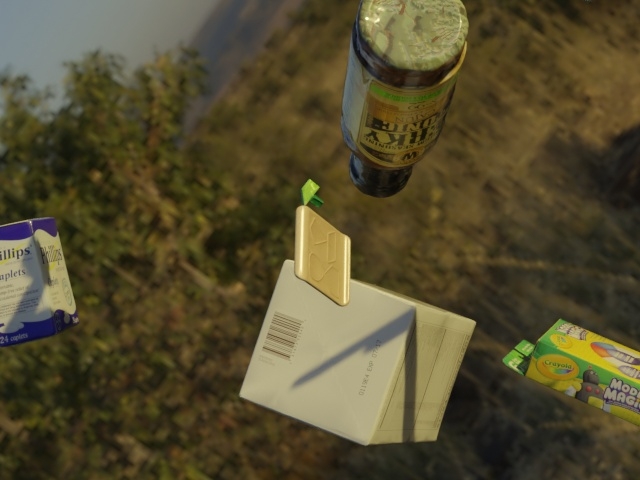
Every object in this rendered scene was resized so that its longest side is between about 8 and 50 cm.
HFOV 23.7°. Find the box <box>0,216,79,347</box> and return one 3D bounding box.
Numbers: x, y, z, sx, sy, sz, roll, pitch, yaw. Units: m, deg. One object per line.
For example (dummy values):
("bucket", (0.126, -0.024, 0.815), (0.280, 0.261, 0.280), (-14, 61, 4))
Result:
("box", (-0.342, 0.046, 1.784), (0.072, 0.137, 0.126), (-14, 2, 3))

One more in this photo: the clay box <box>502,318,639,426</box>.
("clay box", (0.328, 0.153, 1.751), (0.127, 0.222, 0.053), (-24, -44, -69))

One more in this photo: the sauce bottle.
("sauce bottle", (0.077, -0.140, 1.543), (0.111, 0.111, 0.344), (-57, -10, -18))

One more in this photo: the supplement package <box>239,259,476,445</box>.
("supplement package", (0.043, 0.112, 1.468), (0.139, 0.134, 0.244), (-71, -20, -1))

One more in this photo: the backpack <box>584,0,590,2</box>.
("backpack", (0.257, -0.309, 1.430), (0.144, 0.188, 0.166), (-56, 27, 28))

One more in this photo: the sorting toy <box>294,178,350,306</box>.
("sorting toy", (0.000, 0.000, 1.082), (0.012, 0.062, 0.083), (-16, 60, 31))
